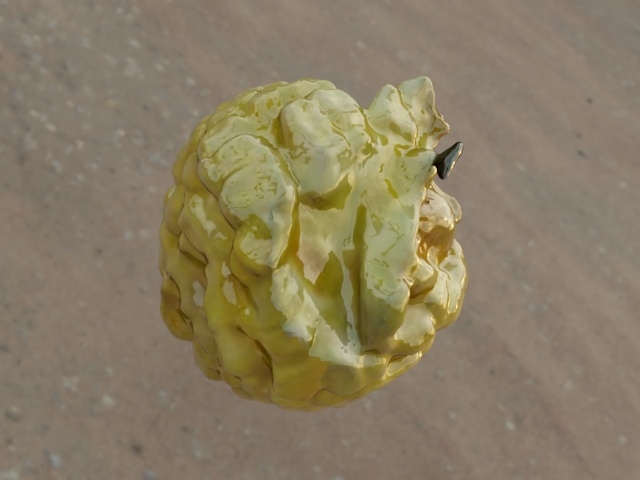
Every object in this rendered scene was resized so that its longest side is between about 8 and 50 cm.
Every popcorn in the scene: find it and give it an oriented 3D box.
[{"bbox_3d":[0.000,0.000,0.683,0.180,0.170,0.180,16,71,-57],"label":"popcorn"}]
